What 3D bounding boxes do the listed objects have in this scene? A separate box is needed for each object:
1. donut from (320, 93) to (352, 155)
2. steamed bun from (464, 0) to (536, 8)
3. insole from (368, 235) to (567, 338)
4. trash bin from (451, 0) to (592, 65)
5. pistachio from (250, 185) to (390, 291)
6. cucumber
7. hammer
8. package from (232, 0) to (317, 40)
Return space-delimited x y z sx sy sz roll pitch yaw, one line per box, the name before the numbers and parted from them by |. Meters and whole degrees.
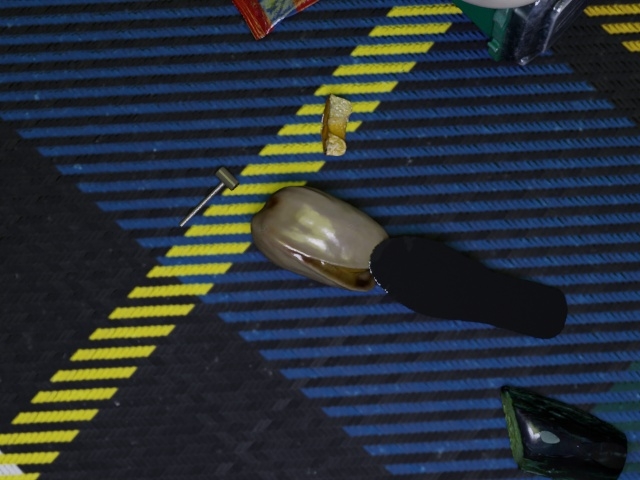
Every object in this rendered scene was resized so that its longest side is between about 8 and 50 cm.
donut | 0.024 -0.168 1.675 0.038 0.067 0.083 8 49 -16
steamed bun | 0.227 -0.410 1.384 0.231 0.145 0.232 -5 73 16
insole | 0.217 0.071 1.628 0.322 0.007 0.109 16 84 -16
trash bin | 0.235 -0.470 1.608 0.381 0.295 0.259 40 84 10
pistachio | 0.000 0.000 1.621 0.206 0.131 0.129 25 127 -1
cucumber | 0.345 0.290 1.616 0.193 0.086 0.115 18 82 -5
hammer | -0.172 -0.061 1.686 0.110 0.019 0.035 -45 85 0
package | -0.035 -0.389 1.721 0.200 0.022 0.083 -31 84 -5
